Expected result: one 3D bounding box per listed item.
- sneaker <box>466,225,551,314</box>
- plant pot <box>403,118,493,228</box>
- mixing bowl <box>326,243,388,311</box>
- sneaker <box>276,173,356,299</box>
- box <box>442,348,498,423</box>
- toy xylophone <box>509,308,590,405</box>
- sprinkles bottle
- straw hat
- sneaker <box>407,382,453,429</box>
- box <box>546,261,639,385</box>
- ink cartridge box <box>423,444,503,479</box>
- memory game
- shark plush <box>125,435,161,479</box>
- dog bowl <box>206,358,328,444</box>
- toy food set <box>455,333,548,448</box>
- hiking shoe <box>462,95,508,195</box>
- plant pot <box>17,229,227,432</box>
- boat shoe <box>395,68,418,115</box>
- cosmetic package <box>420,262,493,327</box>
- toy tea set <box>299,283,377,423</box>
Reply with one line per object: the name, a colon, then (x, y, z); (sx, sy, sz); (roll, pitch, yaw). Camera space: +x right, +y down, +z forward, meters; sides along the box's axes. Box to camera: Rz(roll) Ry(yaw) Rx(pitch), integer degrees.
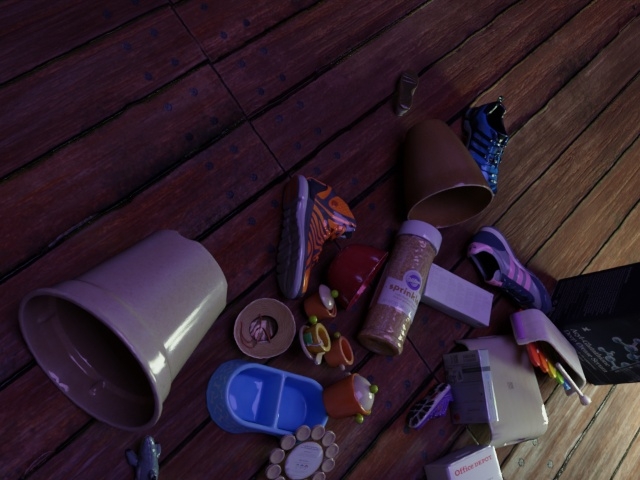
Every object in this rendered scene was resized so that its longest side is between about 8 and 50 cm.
sneaker: (0.533, 0.116, 2.138); (0.319, 0.112, 0.131); (49, 51, -2)
plant pot: (0.323, -0.196, 2.039); (0.237, 0.237, 0.254); (5, 59, -32)
mixing bowl: (0.078, 0.076, 1.835); (0.098, 0.181, 0.181); (35, 58, 8)
sneaker: (0.000, 0.000, 1.816); (0.180, 0.124, 0.321); (16, 69, -28)
box: (0.392, 0.385, 1.952); (0.038, 0.145, 0.186); (2, 76, -31)
toy xylophone: (0.658, 0.333, 2.099); (0.323, 0.081, 0.236); (47, 26, -23)
sprinkles bottle: (0.208, 0.120, 1.921); (0.121, 0.121, 0.355); (35, 62, -21)
straw hat: (-0.135, 0.204, 1.713); (0.144, 0.061, 0.144); (3, 80, -15)
sneaker: (0.295, 0.440, 1.925); (0.170, 0.068, 0.071); (-34, 102, -35)
box: (0.903, 0.247, 2.167); (0.293, 0.395, 0.212); (42, 58, -16)
ink cartridge box: (0.384, 0.663, 1.899); (0.172, 0.100, 0.237); (-12, 85, -34)
memory game: (-0.041, 0.495, 1.672); (0.186, 0.012, 0.186); (-11, 114, -26)
shark plush: (-0.351, 0.477, 1.495); (0.073, 0.067, 0.161); (10, 72, -31)
dog bowl: (-0.109, 0.366, 1.678); (0.297, 0.074, 0.166); (21, 67, -26)
toy food set: (0.494, 0.412, 2.058); (0.219, 0.092, 0.306); (-1, 69, -33)
hiking shoe: (0.494, -0.272, 2.202); (0.113, 0.132, 0.304); (6, 74, -32)
plant pot: (-0.354, 0.145, 1.458); (0.334, 0.334, 0.305); (52, 46, -10)
boat shoe: (0.245, -0.429, 2.145); (0.056, 0.048, 0.153); (19, 60, -14)
cosmetic package: (0.367, 0.154, 2.050); (0.239, 0.060, 0.099); (27, 66, -25)
toy tea set: (0.056, 0.263, 1.740); (0.336, 0.124, 0.200); (68, 20, 2)
